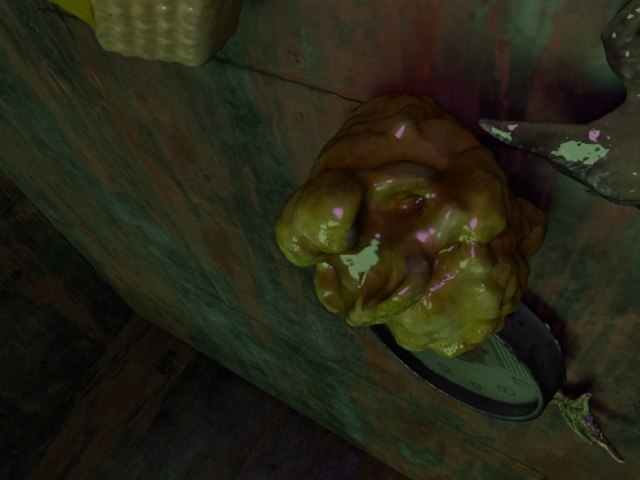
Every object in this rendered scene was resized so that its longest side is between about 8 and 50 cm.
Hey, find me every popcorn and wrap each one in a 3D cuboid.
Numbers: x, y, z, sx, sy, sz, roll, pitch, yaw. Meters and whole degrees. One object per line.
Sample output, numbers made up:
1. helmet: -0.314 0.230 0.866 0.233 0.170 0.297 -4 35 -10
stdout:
1. popcorn: 0.097 -0.007 0.511 0.250 0.241 0.235 35 152 -5

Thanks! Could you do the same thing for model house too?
1. model house: -0.163 -0.266 0.450 0.234 0.174 0.193 39 154 0

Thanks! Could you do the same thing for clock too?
1. clock: 0.206 0.152 0.812 0.325 0.067 0.325 33 154 19

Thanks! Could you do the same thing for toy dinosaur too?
1. toy dinosaur: 0.276 -0.056 0.386 0.294 0.077 0.162 34 155 2

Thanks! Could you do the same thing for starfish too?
1. starfish: 0.385 0.258 0.820 0.208 0.053 0.176 36 165 13
